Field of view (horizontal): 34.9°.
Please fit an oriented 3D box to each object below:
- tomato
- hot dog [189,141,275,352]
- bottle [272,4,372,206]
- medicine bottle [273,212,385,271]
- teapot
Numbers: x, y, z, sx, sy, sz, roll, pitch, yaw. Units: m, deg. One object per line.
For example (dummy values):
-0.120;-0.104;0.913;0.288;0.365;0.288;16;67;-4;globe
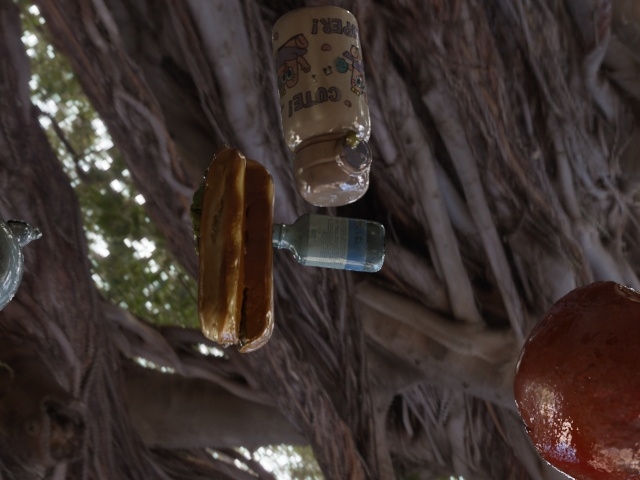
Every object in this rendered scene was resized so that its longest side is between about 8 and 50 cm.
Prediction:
0.284;0.143;0.940;0.208;0.208;0.184;24;-90;32;tomato
-0.134;0.006;1.555;0.100;0.135;0.337;-21;-120;36;hot dog
0.009;-0.143;1.093;0.097;0.110;0.209;3;-110;-31;bottle
0.000;0.000;1.654;0.208;0.054;0.090;6;-118;-6;medicine bottle
-0.554;0.037;1.548;0.294;0.129;0.193;-31;-93;-25;teapot
